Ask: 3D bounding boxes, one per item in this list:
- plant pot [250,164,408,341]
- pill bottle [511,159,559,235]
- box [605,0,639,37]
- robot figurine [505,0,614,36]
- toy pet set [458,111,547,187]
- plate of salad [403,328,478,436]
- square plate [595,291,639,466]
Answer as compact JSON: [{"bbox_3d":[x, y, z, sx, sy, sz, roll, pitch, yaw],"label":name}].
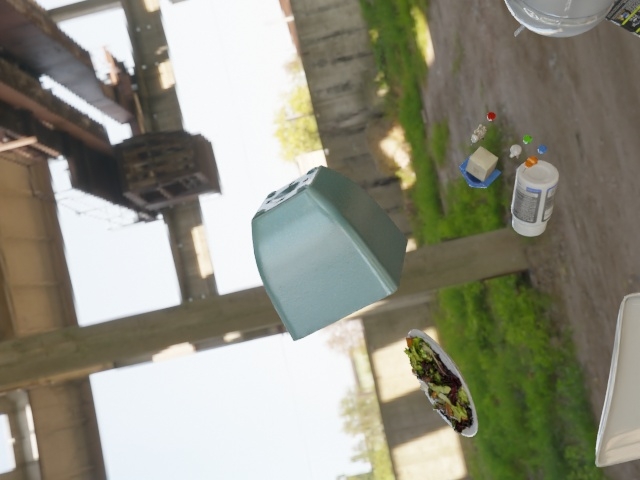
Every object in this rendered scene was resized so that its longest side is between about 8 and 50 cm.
[{"bbox_3d":[0.000,0.000,1.657,0.252,0.247,0.248,56,-159,-15],"label":"plant pot"},{"bbox_3d":[0.406,-0.078,1.576,0.078,0.078,0.137,-99,4,-45],"label":"pill bottle"},{"bbox_3d":[0.895,-0.668,2.182,0.270,0.216,0.060,-51,25,46],"label":"box"},{"bbox_3d":[0.422,-0.486,1.384,0.353,0.299,0.200,95,164,-60],"label":"robot figurine"},{"bbox_3d":[0.308,-0.142,1.443,0.122,0.114,0.065,38,158,18],"label":"toy pet set"},{"bbox_3d":[0.194,0.242,1.381,0.200,0.048,0.200,54,160,30],"label":"plate of salad"},{"bbox_3d":[0.669,0.242,1.565,0.049,0.343,0.348,-143,52,-61],"label":"square plate"}]
